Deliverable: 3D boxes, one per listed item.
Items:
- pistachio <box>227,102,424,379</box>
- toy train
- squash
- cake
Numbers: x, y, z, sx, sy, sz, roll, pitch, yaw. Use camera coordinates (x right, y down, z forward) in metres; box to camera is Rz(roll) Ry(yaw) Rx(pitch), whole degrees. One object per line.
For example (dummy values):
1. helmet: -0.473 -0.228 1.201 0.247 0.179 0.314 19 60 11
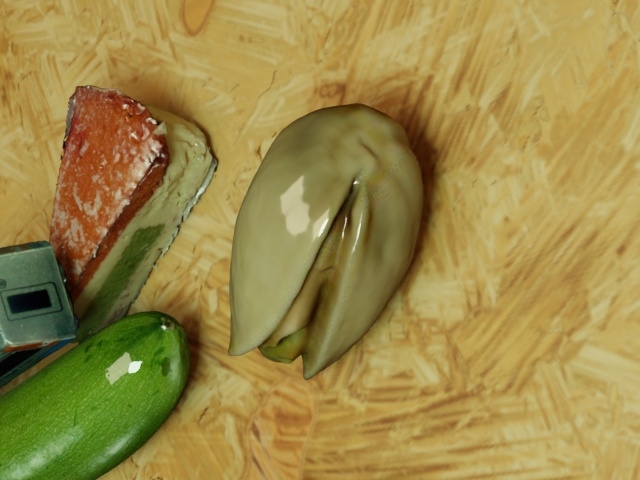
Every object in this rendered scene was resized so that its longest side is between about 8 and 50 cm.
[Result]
1. pistachio: 0.000 0.000 1.288 0.144 0.144 0.215 41 119 32
2. toy train: -0.339 0.109 1.522 0.409 0.089 0.086 -31 73 50
3. squash: -0.242 0.171 1.489 0.395 0.107 0.107 -31 70 34
4. cake: -0.157 -0.012 1.437 0.116 0.086 0.220 11 95 40
